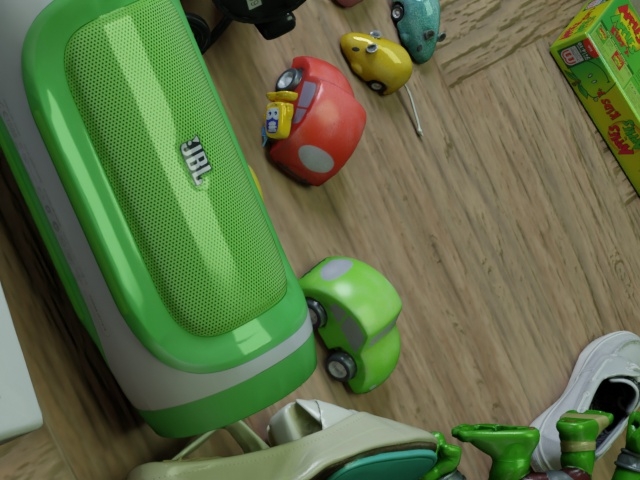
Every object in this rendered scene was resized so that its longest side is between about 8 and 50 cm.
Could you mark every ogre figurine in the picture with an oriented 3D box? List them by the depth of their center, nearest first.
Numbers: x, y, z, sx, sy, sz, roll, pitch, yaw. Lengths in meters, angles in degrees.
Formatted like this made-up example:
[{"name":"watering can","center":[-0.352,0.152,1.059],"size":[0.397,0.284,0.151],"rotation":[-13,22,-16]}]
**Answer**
[{"name":"ogre figurine","center":[0.160,0.188,1.175],"size":[0.197,0.097,0.118],"rotation":[-4,93,-36]}]

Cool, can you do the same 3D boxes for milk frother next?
[{"name":"milk frother","center":[-0.088,-0.192,1.087],"size":[0.143,0.129,0.135],"rotation":[-14,46,-20]}]

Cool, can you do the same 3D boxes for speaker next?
[{"name":"speaker","center":[-0.107,-0.039,0.962],"size":[0.131,0.131,0.296],"rotation":[-35,106,-47]}]

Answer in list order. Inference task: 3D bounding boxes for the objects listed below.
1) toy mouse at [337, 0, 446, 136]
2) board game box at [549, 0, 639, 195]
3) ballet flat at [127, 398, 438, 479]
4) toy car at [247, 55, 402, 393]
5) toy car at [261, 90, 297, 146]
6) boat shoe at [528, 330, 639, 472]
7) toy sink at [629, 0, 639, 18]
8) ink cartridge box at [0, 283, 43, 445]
[{"name":"toy mouse","center":[0.055,-0.186,1.269],"size":[0.161,0.031,0.143],"rotation":[41,49,-27]},{"name":"board game box","center":[0.285,-0.126,1.472],"size":[0.181,0.043,0.092],"rotation":[56,44,-15]},{"name":"ballet flat","center":[-0.023,0.141,1.035],"size":[0.248,0.086,0.086],"rotation":[-13,84,-46]},{"name":"toy car","center":[0.000,0.000,1.125],"size":[0.239,0.053,0.225],"rotation":[-40,104,-46]},{"name":"toy car","center":[-0.080,-0.078,1.038],"size":[0.060,0.122,0.040],"rotation":[16,77,-62]},{"name":"boat shoe","center":[0.229,0.125,1.302],"size":[0.184,0.063,0.066],"rotation":[-31,98,-47]},{"name":"toy sink","center":[0.331,-0.336,1.518],"size":[0.153,0.234,0.131],"rotation":[37,22,-29]},{"name":"ink cartridge box","center":[-0.290,0.039,0.768],"size":[0.273,0.114,0.197],"rotation":[-14,84,-48]}]
